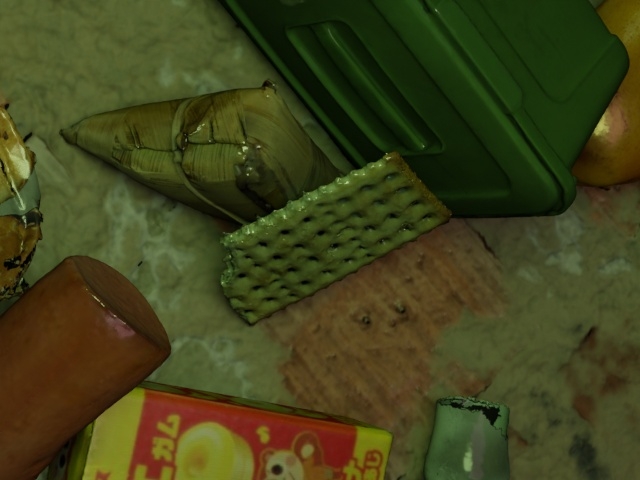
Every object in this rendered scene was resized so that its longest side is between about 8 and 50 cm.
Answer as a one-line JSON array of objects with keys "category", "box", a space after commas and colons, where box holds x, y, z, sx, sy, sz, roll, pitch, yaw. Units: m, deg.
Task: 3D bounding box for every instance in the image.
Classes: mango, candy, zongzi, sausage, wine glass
[{"category": "mango", "box": [0.279, -0.147, 1.595, 0.145, 0.112, 0.219, 36, 77, -17]}, {"category": "candy", "box": [-0.086, 0.202, 1.470, 0.276, 0.088, 0.146, 11, 90, -25]}, {"category": "zongzi", "box": [-0.093, -0.059, 1.458, 0.194, 0.197, 0.099, 46, 49, -55]}, {"category": "sausage", "box": [-0.239, 0.126, 1.350, 0.259, 0.113, 0.113, -41, 112, 14]}, {"category": "wine glass", "box": [0.128, 0.241, 1.575, 0.079, 0.079, 0.195, 4, 94, -25]}]

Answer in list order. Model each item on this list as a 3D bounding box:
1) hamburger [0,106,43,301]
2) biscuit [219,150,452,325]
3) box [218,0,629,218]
[{"category": "hamburger", "box": [-0.316, -0.032, 1.313, 0.231, 0.107, 0.231, 15, 63, -32]}, {"category": "biscuit", "box": [0.000, -0.001, 1.439, 0.203, 0.016, 0.144, -27, 148, 12]}, {"category": "box", "box": [0.084, -0.183, 1.428, 0.329, 0.252, 0.178, 49, 66, -26]}]
